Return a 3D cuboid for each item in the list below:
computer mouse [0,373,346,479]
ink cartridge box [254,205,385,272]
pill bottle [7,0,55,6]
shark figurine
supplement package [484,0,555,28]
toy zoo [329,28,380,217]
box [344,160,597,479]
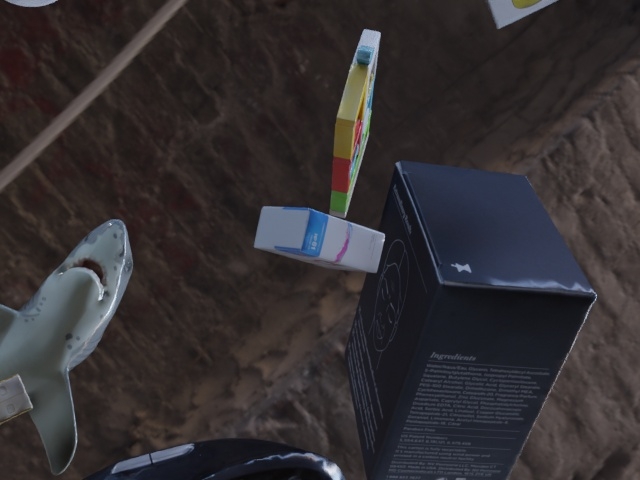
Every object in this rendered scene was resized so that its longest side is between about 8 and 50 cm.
[{"bbox_3d":[-0.120,0.134,0.436,0.060,0.262,0.184,-129,-154,-59],"label":"computer mouse"},{"bbox_3d":[0.000,0.000,0.941,0.122,0.052,0.088,16,-7,-40],"label":"ink cartridge box"},{"bbox_3d":[-0.233,-0.250,0.623,0.160,0.087,0.087,64,0,38],"label":"pill bottle"},{"bbox_3d":[-0.260,0.082,0.592,0.116,0.278,0.166,-81,164,-84],"label":"shark figurine"},{"bbox_3d":[0.261,-0.430,1.017,0.198,0.199,0.262,68,15,10],"label":"supplement package"},{"bbox_3d":[0.055,-0.196,1.299,0.030,0.192,0.293,12,-32,6],"label":"toy zoo"},{"bbox_3d":[0.189,0.130,1.193,0.293,0.212,0.395,-100,-162,-53],"label":"box"}]
